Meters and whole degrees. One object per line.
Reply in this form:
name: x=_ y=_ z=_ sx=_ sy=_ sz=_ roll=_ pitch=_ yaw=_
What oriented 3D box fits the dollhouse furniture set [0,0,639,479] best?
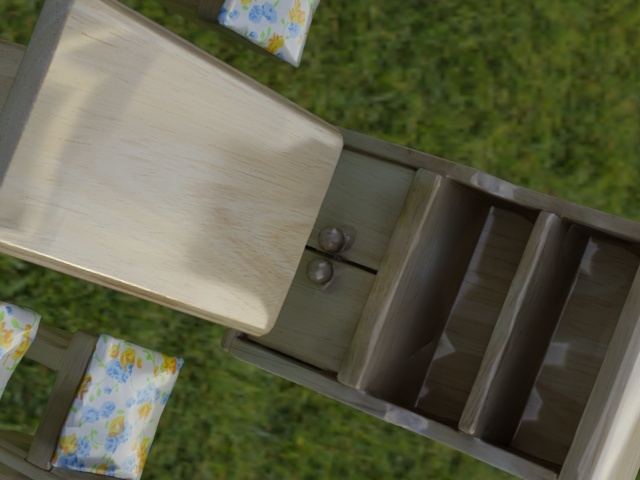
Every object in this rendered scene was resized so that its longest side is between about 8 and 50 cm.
dollhouse furniture set: x=0.000 y=0.000 z=0.489 sx=0.242 sy=0.161 sz=0.212 roll=24 pitch=86 yaw=-56
